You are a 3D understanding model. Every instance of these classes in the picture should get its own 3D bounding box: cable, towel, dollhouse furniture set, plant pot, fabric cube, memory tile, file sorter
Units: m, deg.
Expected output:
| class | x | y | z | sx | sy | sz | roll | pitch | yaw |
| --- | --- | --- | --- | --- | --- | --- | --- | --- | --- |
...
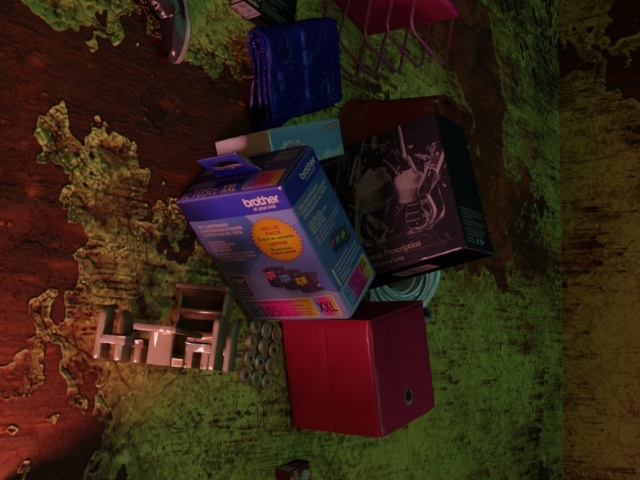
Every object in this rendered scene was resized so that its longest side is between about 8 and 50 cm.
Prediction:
| class | x | y | z | sx | sy | sz | roll | pitch | yaw |
| --- | --- | --- | --- | --- | --- | --- | --- | --- | --- |
| cable | 0.196 | 0.083 | 1.938 | 0.257 | 0.089 | 0.257 | -10 | 99 | -28 |
| towel | -0.048 | -0.392 | 1.722 | 0.308 | 0.076 | 0.228 | -31 | 128 | -50 |
| dollhouse furniture set | -0.249 | 0.146 | 1.334 | 0.242 | 0.212 | 0.161 | 50 | 45 | -75 |
| plant pot | 0.223 | -0.265 | 1.962 | 0.272 | 0.265 | 0.272 | 9 | 79 | -53 |
| fabric cube | 0.092 | 0.288 | 1.736 | 0.254 | 0.259 | 0.258 | -9 | 94 | -53 |
| memory tile | -0.132 | 0.251 | 1.641 | 0.113 | 0.012 | 0.148 | 33 | 61 | -48 |
| file sorter | 0.169 | -0.545 | 1.899 | 0.202 | 0.290 | 0.182 | 33 | 64 | -48 |

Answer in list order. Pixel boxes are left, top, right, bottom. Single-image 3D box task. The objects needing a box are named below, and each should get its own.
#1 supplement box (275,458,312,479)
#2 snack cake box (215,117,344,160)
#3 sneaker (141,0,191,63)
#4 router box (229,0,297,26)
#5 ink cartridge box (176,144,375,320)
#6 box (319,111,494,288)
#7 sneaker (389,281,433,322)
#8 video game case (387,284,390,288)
| class | x | y | z | sx | sy | sz | roll | pitch | yaw |
| --- | --- | --- | --- | --- | --- | --- | --- | --- | --- |
| supplement box | -0.059 | 0.536 | 1.687 | 0.083 | 0.043 | 0.055 | -8 | 94 | -53 |
| snack cake box | -0.083 | -0.203 | 1.632 | 0.264 | 0.152 | 0.089 | -21 | 104 | -52 |
| sneaker | -0.318 | -0.451 | 1.416 | 0.118 | 0.083 | 0.222 | -7 | 100 | -35 |
| router box | -0.125 | -0.556 | 1.698 | 0.179 | 0.046 | 0.133 | 24 | 67 | -50 |
| ink cartridge box | -0.098 | -0.028 | 1.495 | 0.395 | 0.270 | 0.151 | 63 | 39 | -28 |
| box | 0.181 | -0.078 | 1.711 | 0.179 | 0.343 | 0.312 | 10 | 65 | -56 |
| sneaker | 0.260 | 0.130 | 2.062 | 0.090 | 0.115 | 0.232 | -42 | 120 | -48 |
| video game case | 0.157 | 0.186 | 2.032 | 0.193 | 0.023 | 0.212 | 43 | 54 | -43 |
